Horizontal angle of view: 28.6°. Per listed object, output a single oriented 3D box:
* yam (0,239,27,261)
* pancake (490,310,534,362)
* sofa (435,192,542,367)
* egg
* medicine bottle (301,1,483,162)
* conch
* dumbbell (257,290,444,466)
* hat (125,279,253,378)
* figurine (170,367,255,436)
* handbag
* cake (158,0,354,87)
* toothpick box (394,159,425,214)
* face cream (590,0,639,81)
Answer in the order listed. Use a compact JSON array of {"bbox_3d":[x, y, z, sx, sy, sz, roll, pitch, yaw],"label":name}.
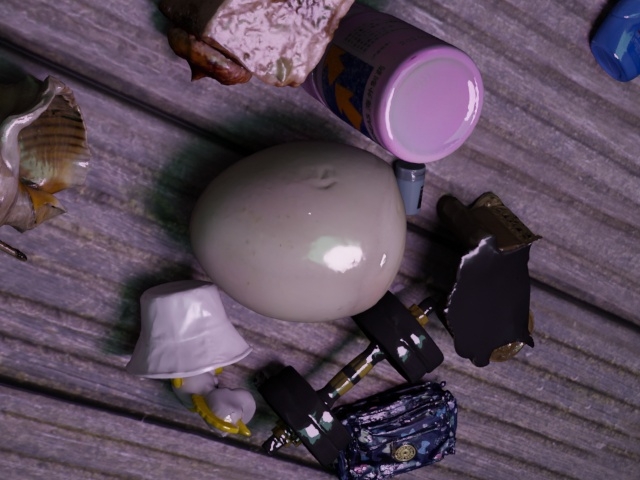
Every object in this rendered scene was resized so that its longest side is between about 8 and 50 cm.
[{"bbox_3d":[-0.473,0.004,1.844,0.107,0.014,0.014,37,93,-37],"label":"yam"},{"bbox_3d":[0.353,0.171,2.397,0.139,0.022,0.140,-13,119,-25],"label":"pancake"},{"bbox_3d":[0.264,0.064,2.199,0.182,0.200,0.258,-9,119,-14],"label":"sofa"},{"bbox_3d":[-0.031,-0.012,1.927,0.344,0.283,0.283,-1,115,-15],"label":"egg"},{"bbox_3d":[0.095,-0.243,1.875,0.178,0.290,0.178,-13,119,-25],"label":"medicine bottle"},{"bbox_3d":[-0.436,-0.122,1.704,0.263,0.324,0.186,-45,82,2],"label":"conch"},{"bbox_3d":[0.051,0.230,2.155,0.388,0.185,0.185,-42,127,-7],"label":"dumbbell"},{"bbox_3d":[-0.217,0.132,1.974,0.203,0.203,0.126,-15,101,-23],"label":"hat"},{"bbox_3d":[-0.173,0.266,2.052,0.109,0.178,0.129,-54,155,10],"label":"figurine"},{"bbox_3d":[0.135,0.353,2.308,0.260,0.113,0.162,-15,114,-15],"label":"handbag"},{"bbox_3d":[-0.097,-0.340,1.781,0.196,0.198,0.293,27,99,-39],"label":"cake"},{"bbox_3d":[0.149,-0.091,2.132,0.052,0.052,0.083,-10,119,-26],"label":"toothpick box"},{"bbox_3d":[0.595,-0.405,2.212,0.264,0.083,0.149,-45,132,-4],"label":"face cream"}]
